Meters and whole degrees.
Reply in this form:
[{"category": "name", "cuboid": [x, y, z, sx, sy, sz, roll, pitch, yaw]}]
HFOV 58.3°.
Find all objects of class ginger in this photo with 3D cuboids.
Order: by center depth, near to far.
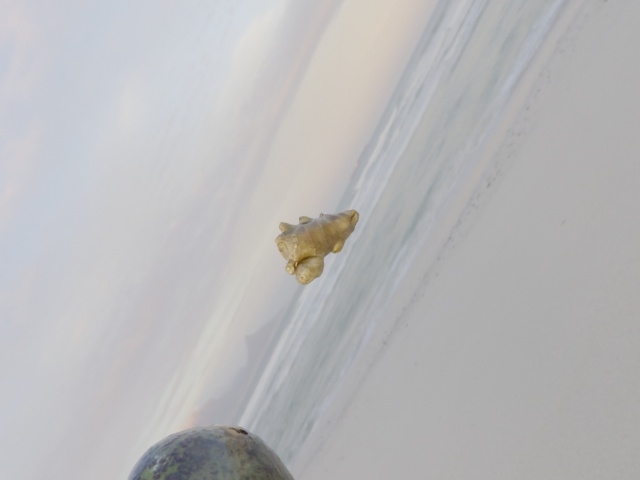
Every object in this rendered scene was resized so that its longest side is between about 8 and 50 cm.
[{"category": "ginger", "cuboid": [-0.014, -0.003, 1.119, 0.205, 0.115, 0.081, -47, -37, -39]}]

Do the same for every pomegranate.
[{"category": "pomegranate", "cuboid": [-0.088, 0.190, 0.373, 0.126, 0.163, 0.138, -68, -31, -59]}]
